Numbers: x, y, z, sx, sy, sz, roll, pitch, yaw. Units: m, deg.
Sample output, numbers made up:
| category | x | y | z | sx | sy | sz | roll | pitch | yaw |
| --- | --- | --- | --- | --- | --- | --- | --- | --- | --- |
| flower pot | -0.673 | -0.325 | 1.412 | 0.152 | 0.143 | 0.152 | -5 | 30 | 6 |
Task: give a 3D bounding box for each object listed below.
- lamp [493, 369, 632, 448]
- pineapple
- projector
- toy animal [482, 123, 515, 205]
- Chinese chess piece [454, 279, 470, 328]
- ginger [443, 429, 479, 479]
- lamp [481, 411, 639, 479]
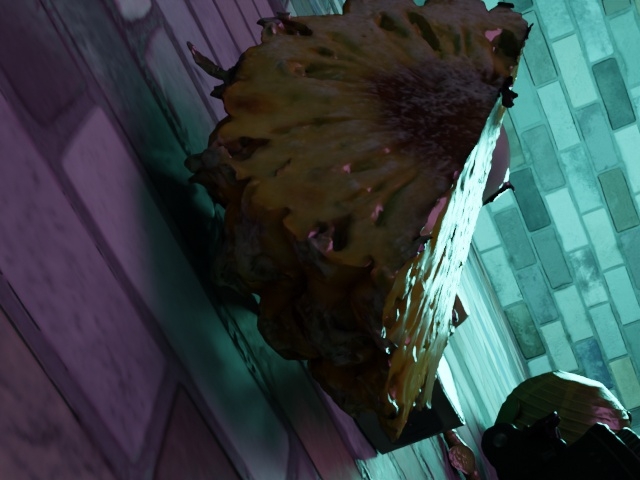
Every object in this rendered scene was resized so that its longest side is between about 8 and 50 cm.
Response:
| category | x | y | z | sx | sy | sz | roll | pitch | yaw |
| --- | --- | --- | --- | --- | --- | --- | --- | --- | --- |
| lamp | 0.436 | 0.381 | 1.701 | 0.250 | 0.250 | 0.284 | 2 | 99 | -77 |
| pineapple | 0.000 | 0.003 | 0.666 | 0.344 | 0.209 | 0.286 | -58 | 161 | -46 |
| projector | 0.074 | 0.133 | 0.850 | 0.083 | 0.082 | 0.083 | -101 | 164 | -47 |
| toy animal | 0.155 | -0.173 | 1.387 | 0.310 | 0.251 | 0.251 | 62 | 6 | 36 |
| Chinese chess piece | 0.092 | -0.007 | 1.137 | 0.273 | 0.102 | 0.273 | -21 | 90 | -80 |
| ginger | 0.185 | 0.281 | 1.213 | 0.097 | 0.030 | 0.048 | 62 | 12 | -23 |
| lamp | 0.393 | 0.403 | 1.336 | 0.205 | 0.272 | 0.374 | 52 | 20 | -48 |
